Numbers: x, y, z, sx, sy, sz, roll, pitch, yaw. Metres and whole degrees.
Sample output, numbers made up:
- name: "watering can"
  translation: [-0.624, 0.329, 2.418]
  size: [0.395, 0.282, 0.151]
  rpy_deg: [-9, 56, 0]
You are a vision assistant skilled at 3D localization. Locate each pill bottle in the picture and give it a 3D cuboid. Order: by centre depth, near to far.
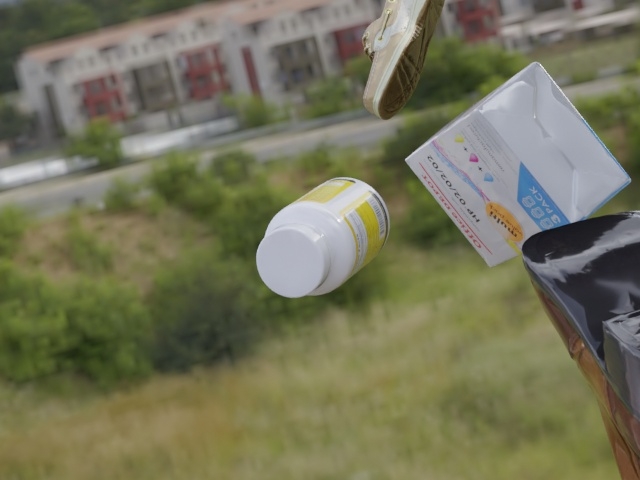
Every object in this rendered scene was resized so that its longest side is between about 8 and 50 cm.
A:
- name: "pill bottle"
  translation: [0.000, 0.000, 1.208]
  size: [0.065, 0.065, 0.116]
  rpy_deg: [-10, 10, 23]

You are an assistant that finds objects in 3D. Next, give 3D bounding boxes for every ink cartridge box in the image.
- name: "ink cartridge box"
  translation: [0.128, -0.045, 1.256]
  size: [0.061, 0.104, 0.181]
  rpy_deg: [-39, 1, -20]

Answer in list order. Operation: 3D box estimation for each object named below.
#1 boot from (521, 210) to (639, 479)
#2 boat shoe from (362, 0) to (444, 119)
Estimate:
- name: "boot"
  translation: [0.207, 0.139, 1.079]
  size: [0.096, 0.280, 0.264]
  rpy_deg: [-17, 23, -10]
- name: "boat shoe"
  translation: [0.057, -0.153, 1.387]
  size: [0.045, 0.050, 0.135]
  rpy_deg: [12, 62, 22]
